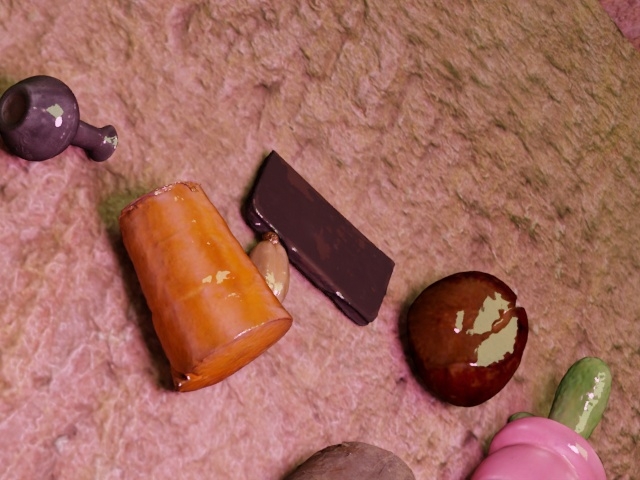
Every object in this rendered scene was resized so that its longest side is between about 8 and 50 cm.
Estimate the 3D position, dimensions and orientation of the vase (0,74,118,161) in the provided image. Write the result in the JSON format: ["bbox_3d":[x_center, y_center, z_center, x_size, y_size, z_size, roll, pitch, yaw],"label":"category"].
[{"bbox_3d":[-0.361,-0.159,1.635,0.183,0.120,0.120,18,56,-54],"label":"vase"}]

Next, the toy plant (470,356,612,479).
[{"bbox_3d":[0.398,0.408,2.031,0.356,0.210,0.317,-45,136,-51],"label":"toy plant"}]

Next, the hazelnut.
[{"bbox_3d":[0.244,0.165,2.012,0.218,0.218,0.234,34,67,-28],"label":"hazelnut"}]

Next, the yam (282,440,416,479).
[{"bbox_3d":[-0.004,0.401,1.644,0.304,0.168,0.168,-33,94,-49],"label":"yam"}]

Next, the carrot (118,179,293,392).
[{"bbox_3d":[-0.180,0.063,1.669,0.196,0.196,0.254,-17,71,-48],"label":"carrot"}]

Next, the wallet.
[{"bbox_3d":[0.000,0.000,1.952,0.309,0.042,0.165,43,43,-22],"label":"wallet"}]

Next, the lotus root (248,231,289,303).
[{"bbox_3d":[-0.083,0.059,1.822,0.073,0.062,0.150,21,57,-28],"label":"lotus root"}]
